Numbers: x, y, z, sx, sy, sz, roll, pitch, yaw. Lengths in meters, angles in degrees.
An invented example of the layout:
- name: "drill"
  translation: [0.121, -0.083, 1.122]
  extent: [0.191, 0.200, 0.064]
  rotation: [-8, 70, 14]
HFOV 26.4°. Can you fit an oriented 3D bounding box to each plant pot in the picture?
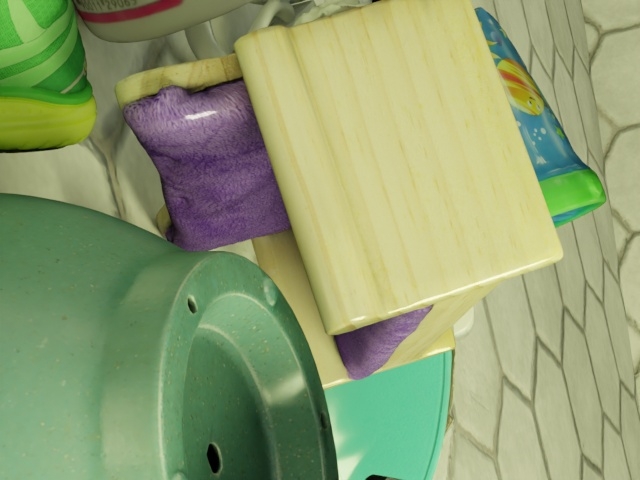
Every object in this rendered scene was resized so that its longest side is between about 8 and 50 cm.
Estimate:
- name: "plant pot"
  translation: [-0.110, 0.106, 0.590]
  extent: [0.293, 0.196, 0.293]
  rotation: [-12, 90, -69]

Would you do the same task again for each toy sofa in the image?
- name: "toy sofa"
  translation: [0.000, 0.000, 0.787]
  extent: [0.362, 0.177, 0.150]
  rotation: [107, -34, -78]

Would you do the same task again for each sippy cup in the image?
- name: "sippy cup"
  translation: [0.133, -0.098, 1.346]
  extent: [0.240, 0.305, 0.224]
  rotation: [-17, 83, -34]

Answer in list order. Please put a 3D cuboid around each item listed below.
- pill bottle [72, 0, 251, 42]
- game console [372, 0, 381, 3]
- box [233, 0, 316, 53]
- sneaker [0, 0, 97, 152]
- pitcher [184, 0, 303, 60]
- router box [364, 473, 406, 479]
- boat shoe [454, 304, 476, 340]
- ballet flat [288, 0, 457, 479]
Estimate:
- name: "pill bottle"
  translation: [-0.125, -0.278, 0.820]
  extent: [0.160, 0.160, 0.283]
  rotation: [-71, 143, -55]
- name: "game console"
  translation: [0.104, -0.210, 1.527]
  extent: [0.071, 0.107, 0.122]
  rotation: [98, 0, -48]
- name: "box"
  translation: [-0.010, -0.104, 1.204]
  extent: [0.145, 0.038, 0.186]
  rotation: [-58, 133, -62]
- name: "sneaker"
  translation: [-0.192, -0.101, 0.614]
  extent: [0.295, 0.110, 0.123]
  rotation: [-13, 100, -79]
- name: "pitcher"
  translation: [-0.052, -0.219, 1.048]
  extent: [0.207, 0.126, 0.177]
  rotation: [-17, 99, -60]
- name: "router box"
  translation: [0.002, 0.277, 0.507]
  extent: [0.309, 0.081, 0.242]
  rotation: [-46, 138, -52]
- name: "boat shoe"
  translation: [0.148, 0.022, 1.526]
  extent: [0.063, 0.066, 0.184]
  rotation: [62, 19, -71]
- name: "ballet flat"
  translation: [0.026, 0.014, 1.088]
  extent: [0.147, 0.147, 0.408]
  rotation: [-11, 100, -70]
